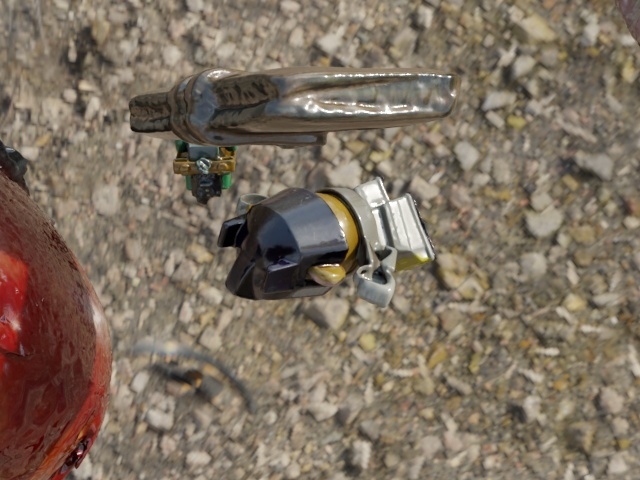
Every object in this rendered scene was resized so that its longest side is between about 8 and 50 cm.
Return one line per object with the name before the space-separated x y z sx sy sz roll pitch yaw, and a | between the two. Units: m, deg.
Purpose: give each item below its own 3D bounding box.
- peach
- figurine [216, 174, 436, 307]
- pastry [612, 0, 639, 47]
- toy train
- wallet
peach | -0.352 0.091 0.944 0.339 0.416 0.353 -32 98 5
figurine | -0.002 -0.003 1.558 0.308 0.308 0.143 -5 102 -17
pastry | 0.237 -0.161 0.738 0.102 0.112 0.265 18 33 -40
toy train | -0.167 -0.127 1.713 0.091 0.136 0.228 -2 28 -2
wallet | -0.019 -0.064 0.562 0.118 0.152 0.039 -5 97 -34
